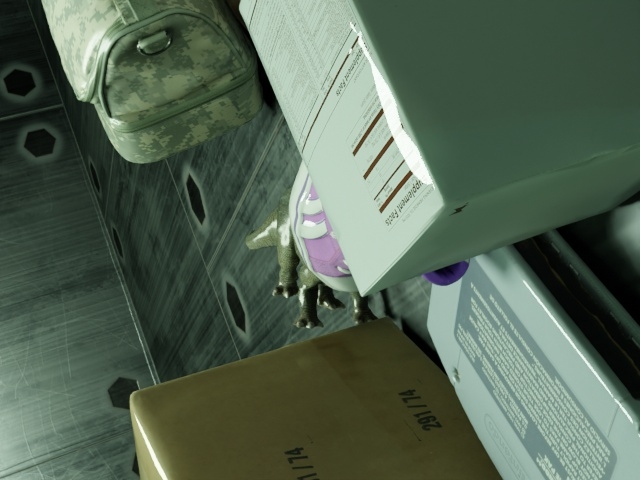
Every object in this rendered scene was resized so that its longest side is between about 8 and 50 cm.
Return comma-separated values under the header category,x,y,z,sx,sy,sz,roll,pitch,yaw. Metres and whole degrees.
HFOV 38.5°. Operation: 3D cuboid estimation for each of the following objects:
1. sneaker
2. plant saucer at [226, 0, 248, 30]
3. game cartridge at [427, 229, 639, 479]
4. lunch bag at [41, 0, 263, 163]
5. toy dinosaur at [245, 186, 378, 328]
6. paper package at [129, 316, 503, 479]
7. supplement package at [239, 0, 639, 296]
category,x,y,z,sx,sy,sz,roll,pitch,yaw
sneaker,0.048,-0.004,0.715,0.282,0.102,0.161,90,156,-56
plant saucer,-0.063,-0.360,0.916,0.310,0.050,0.311,52,152,43
game cartridge,0.165,0.107,0.662,0.297,0.062,0.198,-119,18,-45
lunch bag,-0.216,-0.284,1.074,0.256,0.212,0.305,83,163,-66
toy dinosaur,0.000,0.000,0.996,0.313,0.121,0.160,-137,50,-70
paper package,0.017,0.246,0.822,0.325,0.309,0.168,42,139,53
supplement package,0.086,-0.107,0.526,0.149,0.194,0.203,124,126,-65
